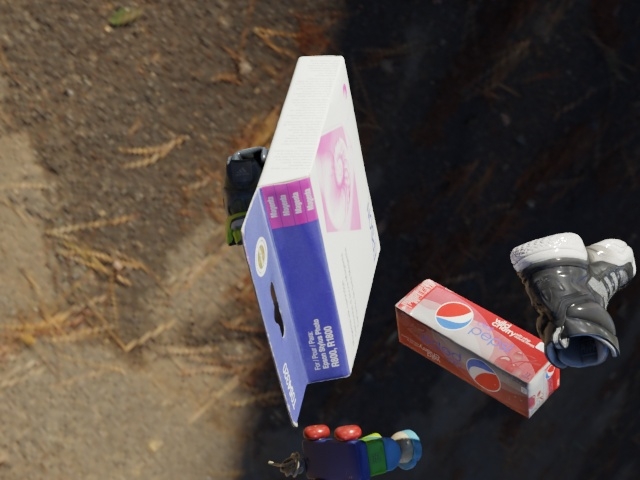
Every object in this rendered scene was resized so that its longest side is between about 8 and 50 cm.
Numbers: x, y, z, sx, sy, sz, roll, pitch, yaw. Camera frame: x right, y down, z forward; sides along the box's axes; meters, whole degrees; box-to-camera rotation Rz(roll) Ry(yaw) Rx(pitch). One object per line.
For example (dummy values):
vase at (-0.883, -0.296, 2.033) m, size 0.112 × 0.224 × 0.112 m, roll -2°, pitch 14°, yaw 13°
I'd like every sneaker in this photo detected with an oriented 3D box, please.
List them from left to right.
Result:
sneaker at (-0.079, -0.075, 1.752) m, size 0.111 × 0.300 × 0.121 m, roll -10°, pitch 98°, yaw 3°
sneaker at (0.323, 0.080, 1.514) m, size 0.101 × 0.153 × 0.268 m, roll -19°, pitch 164°, yaw 32°

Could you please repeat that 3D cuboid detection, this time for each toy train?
toy train at (0.039, 0.341, 1.982) m, size 0.143 × 0.248 × 0.105 m, roll -6°, pitch 86°, yaw -34°

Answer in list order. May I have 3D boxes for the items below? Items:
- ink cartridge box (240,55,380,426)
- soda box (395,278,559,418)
ink cartridge box at (0.000, 0.000, 1.497) m, size 0.330 × 0.071 × 0.324 m, roll -77°, pitch 161°, yaw -46°
soda box at (0.243, 0.164, 1.927) m, size 0.083 × 0.263 × 0.092 m, roll -40°, pitch 142°, yaw -27°
